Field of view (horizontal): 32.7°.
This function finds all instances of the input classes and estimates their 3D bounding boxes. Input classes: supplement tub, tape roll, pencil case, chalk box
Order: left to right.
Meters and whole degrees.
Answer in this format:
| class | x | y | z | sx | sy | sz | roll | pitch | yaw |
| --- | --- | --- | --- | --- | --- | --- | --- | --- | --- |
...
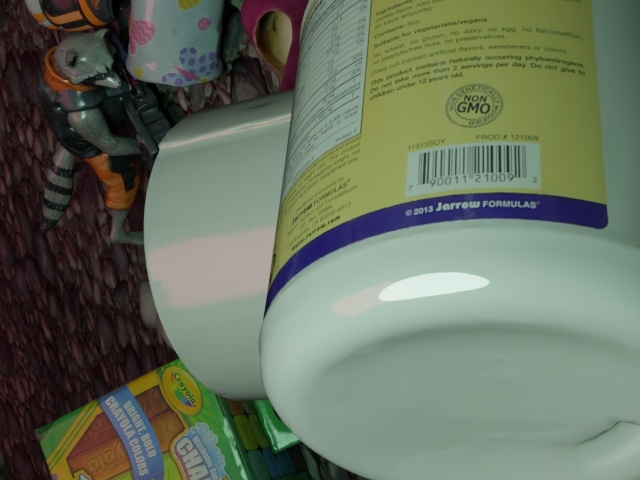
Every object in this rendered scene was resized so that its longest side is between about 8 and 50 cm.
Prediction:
| class | x | y | z | sx | sy | sz | roll | pitch | yaw |
| --- | --- | --- | --- | --- | --- | --- | --- | --- | --- |
| pencil case | -0.159 | -0.306 | 1.187 | 0.124 | 0.113 | 0.273 | -131 | 38 | -54 |
| chalk box | -0.138 | 0.235 | 1.247 | 0.289 | 0.179 | 0.180 | -29 | 75 | 14 |
| tape roll | 0.000 | 0.000 | 0.861 | 0.169 | 0.246 | 0.246 | -9 | 94 | 29 |
| supplement tub | 0.099 | -0.047 | 0.620 | 0.241 | 0.241 | 0.331 | 123 | 158 | -52 |

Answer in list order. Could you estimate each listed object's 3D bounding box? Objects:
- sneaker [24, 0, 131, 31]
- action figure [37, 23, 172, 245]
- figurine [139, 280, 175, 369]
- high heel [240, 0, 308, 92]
| class | x | y | z | sx | sy | sz | roll | pitch | yaw |
| --- | --- | --- | --- | --- | --- | --- | --- | --- | --- |
| sneaker | -0.249 | -0.410 | 1.313 | 0.180 | 0.124 | 0.321 | 6 | 92 | 35 |
| action figure | -0.289 | -0.126 | 1.430 | 0.341 | 0.178 | 0.330 | 55 | 153 | 34 |
| figurine | -0.189 | 0.159 | 1.465 | 0.209 | 0.092 | 0.215 | 10 | 109 | 62 |
| high heel | -0.045 | -0.174 | 1.040 | 0.244 | 0.117 | 0.082 | 49 | 140 | 39 |
